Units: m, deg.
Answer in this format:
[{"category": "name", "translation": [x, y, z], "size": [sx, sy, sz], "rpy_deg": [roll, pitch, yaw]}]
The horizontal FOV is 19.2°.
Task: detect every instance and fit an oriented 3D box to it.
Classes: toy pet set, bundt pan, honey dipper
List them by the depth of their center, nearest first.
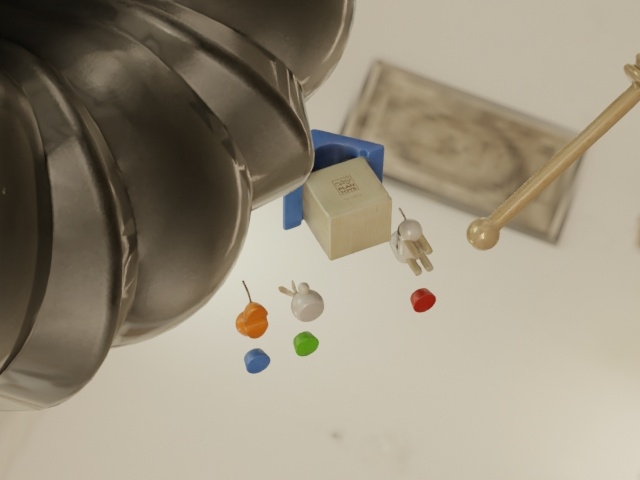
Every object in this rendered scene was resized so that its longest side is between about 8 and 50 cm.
[{"category": "bundt pan", "translation": [-0.107, -0.096, 0.537], "size": [0.331, 0.124, 0.330], "rpy_deg": [-7, -80, -46]}, {"category": "honey dipper", "translation": [0.141, -0.051, 1.011], "size": [0.161, 0.030, 0.030], "rpy_deg": [-44, -3, 3]}, {"category": "toy pet set", "translation": [0.000, 0.000, 1.078], "size": [0.114, 0.122, 0.065], "rpy_deg": [90, 155, -47]}]
